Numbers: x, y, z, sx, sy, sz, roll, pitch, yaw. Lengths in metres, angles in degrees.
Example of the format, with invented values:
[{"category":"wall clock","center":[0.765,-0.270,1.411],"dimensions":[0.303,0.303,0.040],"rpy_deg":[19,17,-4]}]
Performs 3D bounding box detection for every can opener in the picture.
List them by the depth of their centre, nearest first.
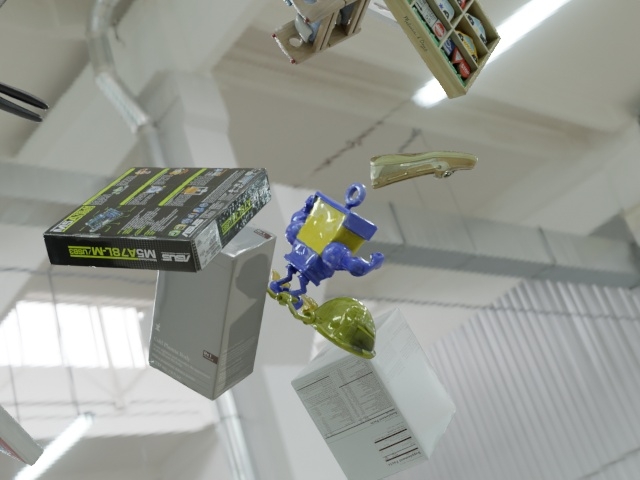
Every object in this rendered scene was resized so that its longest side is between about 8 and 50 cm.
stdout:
[{"category":"can opener","center":[-0.551,-0.251,1.715],"dimensions":[0.186,0.059,0.073],"rpy_deg":[30,-2,-8]}]

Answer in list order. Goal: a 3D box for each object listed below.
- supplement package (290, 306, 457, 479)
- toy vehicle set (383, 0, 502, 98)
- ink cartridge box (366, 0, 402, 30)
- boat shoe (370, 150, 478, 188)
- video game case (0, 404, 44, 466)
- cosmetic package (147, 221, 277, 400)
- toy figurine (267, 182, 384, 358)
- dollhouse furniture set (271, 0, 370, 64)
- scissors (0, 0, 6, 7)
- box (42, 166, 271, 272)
[{"category":"supplement package","center":[0.090,0.252,1.644],"dimensions":[0.149,0.203,0.194],"rpy_deg":[-29,3,26]},{"category":"toy vehicle set","center":[0.189,-0.386,1.668],"dimensions":[0.035,0.166,0.267],"rpy_deg":[-11,-54,46]},{"category":"ink cartridge box","center":[0.156,-0.461,1.922],"dimensions":[0.180,0.104,0.060],"rpy_deg":[-48,-24,-27]},{"category":"boat shoe","center":[0.148,-0.100,1.446],"dimensions":[0.153,0.048,0.056],"rpy_deg":[-2,-3,1]},{"category":"video game case","center":[-0.451,0.145,1.113],"dimensions":[0.285,0.025,0.204],"rpy_deg":[14,-35,34]},{"category":"cosmetic package","center":[-0.150,0.081,1.382],"dimensions":[0.107,0.127,0.238],"rpy_deg":[-32,-41,-48]},{"category":"toy figurine","center":[0.000,0.000,1.520],"dimensions":[0.191,0.362,0.217],"rpy_deg":[38,-92,-35]},{"category":"dollhouse furniture set","center":[-0.030,-0.385,1.505],"dimensions":[0.129,0.183,0.129],"rpy_deg":[-31,-11,-21]},{"category":"scissors","center":[-0.555,-0.354,1.626],"dimensions":[0.297,0.109,0.021],"rpy_deg":[-64,-10,3]},{"category":"box","center":[-0.174,-0.028,1.115],"dimensions":[0.184,0.190,0.045],"rpy_deg":[0,-64,23]}]
